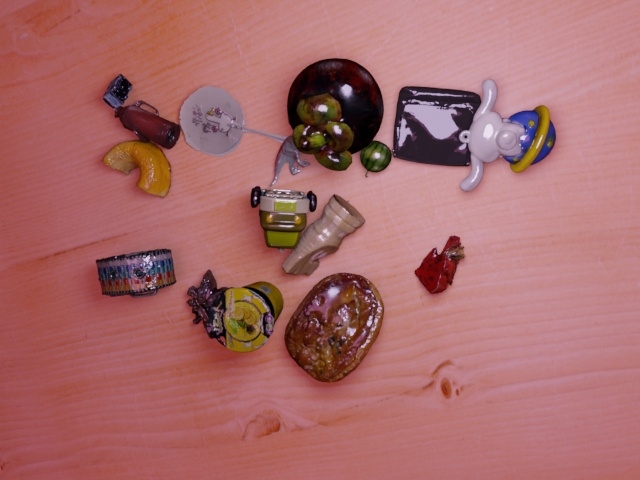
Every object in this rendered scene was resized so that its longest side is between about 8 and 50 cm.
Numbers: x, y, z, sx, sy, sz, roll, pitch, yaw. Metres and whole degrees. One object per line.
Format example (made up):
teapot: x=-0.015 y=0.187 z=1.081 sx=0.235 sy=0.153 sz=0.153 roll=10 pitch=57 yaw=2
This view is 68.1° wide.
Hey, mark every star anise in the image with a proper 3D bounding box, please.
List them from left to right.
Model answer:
star anise: x=-0.384 y=0.238 z=1.680 sx=0.214 sy=0.099 sz=0.220 roll=-42 pitch=88 yaw=25

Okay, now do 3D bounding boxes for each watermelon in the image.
watermelon: x=0.170 y=-0.257 z=1.474 sx=0.109 sy=0.109 sz=0.109 roll=2 pitch=99 yaw=13

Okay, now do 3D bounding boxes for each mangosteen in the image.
mangosteen: x=0.037 y=-0.375 z=1.380 sx=0.311 sy=0.311 sz=0.311 roll=2 pitch=99 yaw=13

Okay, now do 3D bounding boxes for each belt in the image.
belt: x=-0.655 y=0.125 z=1.669 sx=0.294 sy=0.207 sz=0.161 roll=-8 pitch=95 yaw=16

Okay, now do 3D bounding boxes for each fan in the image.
fan: x=-0.284 y=-0.380 z=1.587 sx=0.414 sy=0.012 sz=0.233 roll=13 pitch=113 yaw=8

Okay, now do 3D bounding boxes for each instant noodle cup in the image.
instant noodle cup: x=-0.224 y=0.231 z=1.567 sx=0.215 sy=0.236 sz=0.216 roll=2 pitch=100 yaw=13

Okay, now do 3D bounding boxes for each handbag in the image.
handbag: x=0.347 y=-0.344 z=1.430 sx=0.246 sy=0.080 sz=0.223 roll=8 pitch=108 yaw=10

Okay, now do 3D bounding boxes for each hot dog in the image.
hot dog: x=0.043 y=0.286 z=1.546 sx=0.267 sy=0.174 sz=0.388 roll=36 pitch=106 yaw=8

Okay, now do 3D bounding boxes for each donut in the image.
donut: x=-0.635 y=-0.278 z=1.665 sx=0.259 sy=0.101 sz=0.152 roll=32 pitch=99 yaw=11

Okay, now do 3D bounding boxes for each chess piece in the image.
chess piece: x=0.000 y=0.000 z=1.534 sx=0.137 sy=0.137 sz=0.301 roll=43 pitch=105 yaw=4

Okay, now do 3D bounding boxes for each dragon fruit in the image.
dragon fruit: x=0.393 y=0.074 z=1.499 sx=0.092 sy=0.122 sz=0.192 roll=18 pitch=102 yaw=-30

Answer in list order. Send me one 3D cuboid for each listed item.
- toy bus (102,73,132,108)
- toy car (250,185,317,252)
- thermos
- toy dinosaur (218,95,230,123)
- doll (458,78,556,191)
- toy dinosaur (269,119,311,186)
toy bus: x=-0.701 y=-0.507 z=1.625 sx=0.074 sy=0.123 sz=0.060 roll=-23 pitch=134 yaw=23
toy car: x=-0.122 y=-0.064 z=1.494 sx=0.204 sy=0.248 sz=0.198 roll=3 pitch=103 yaw=-8
thermos: x=-0.605 y=-0.408 z=1.630 sx=0.232 sy=0.099 sz=0.124 roll=27 pitch=90 yaw=8
toy dinosaur: x=-0.334 y=-0.447 z=1.602 sx=0.060 sy=0.029 sz=0.120 roll=-18 pitch=100 yaw=31
doll: x=0.522 y=-0.259 z=1.335 sx=0.242 sy=0.160 sz=0.311 roll=16 pitch=110 yaw=-16
toy dinosaur: x=-0.108 y=-0.289 z=1.553 sx=0.242 sy=0.053 sz=0.167 roll=-41 pitch=87 yaw=20
